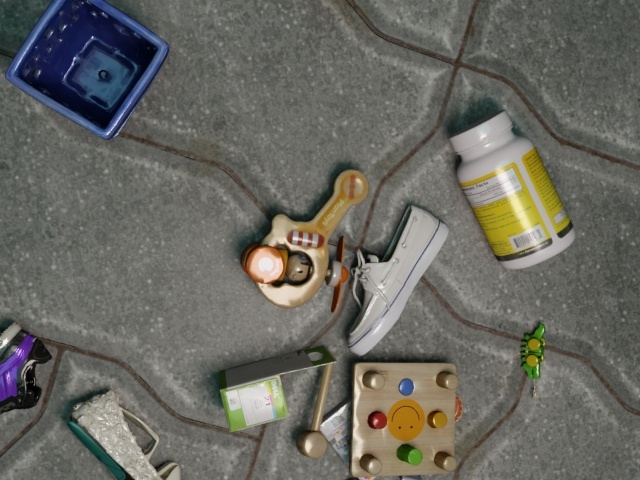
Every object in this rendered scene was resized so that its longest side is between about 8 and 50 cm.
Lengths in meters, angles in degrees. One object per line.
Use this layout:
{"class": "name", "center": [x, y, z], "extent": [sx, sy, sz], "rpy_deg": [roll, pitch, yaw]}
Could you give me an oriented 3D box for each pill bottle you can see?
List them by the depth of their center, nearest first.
{"class": "pill bottle", "center": [0.428, -0.118, 1.674], "extent": [0.188, 0.188, 0.334], "rpy_deg": [-28, 97, -6]}

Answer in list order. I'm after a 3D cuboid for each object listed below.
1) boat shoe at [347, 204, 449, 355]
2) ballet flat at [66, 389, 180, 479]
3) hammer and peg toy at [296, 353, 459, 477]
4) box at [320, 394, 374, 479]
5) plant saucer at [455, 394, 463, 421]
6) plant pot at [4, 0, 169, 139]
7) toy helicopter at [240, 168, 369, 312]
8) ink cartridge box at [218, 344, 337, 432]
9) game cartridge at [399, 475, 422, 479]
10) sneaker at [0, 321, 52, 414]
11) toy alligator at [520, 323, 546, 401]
{"class": "boat shoe", "center": [0.136, 0.074, 1.670], "extent": [0.156, 0.136, 0.367], "rpy_deg": [35, 85, -9]}
{"class": "ballet flat", "center": [-0.390, 0.502, 1.626], "extent": [0.147, 0.147, 0.409], "rpy_deg": [-35, 98, -5]}
{"class": "hammer and peg toy", "center": [0.138, 0.394, 1.651], "extent": [0.361, 0.127, 0.266], "rpy_deg": [4, 85, -17]}
{"class": "box", "center": [0.101, 0.461, 1.735], "extent": [0.145, 0.038, 0.186], "rpy_deg": [-39, 97, -5]}
{"class": "plant saucer", "center": [0.302, 0.405, 1.773], "extent": [0.083, 0.013, 0.083], "rpy_deg": [0, 92, -9]}
{"class": "plant pot", "center": [-0.465, -0.353, 1.518], "extent": [0.236, 0.212, 0.236], "rpy_deg": [33, 87, -9]}
{"class": "toy helicopter", "center": [0.000, 0.000, 1.647], "extent": [0.235, 0.140, 0.355], "rpy_deg": [38, 85, -11]}
{"class": "ink cartridge box", "center": [-0.090, 0.320, 1.622], "extent": [0.255, 0.189, 0.097], "rpy_deg": [-13, 94, -8]}
{"class": "game cartridge", "center": [0.209, 0.552, 1.732], "extent": [0.056, 0.083, 0.017], "rpy_deg": [19, 95, -10]}
{"class": "sneaker", "center": [-0.688, 0.334, 1.580], "extent": [0.146, 0.102, 0.293], "rpy_deg": [35, 88, -9]}
{"class": "toy alligator", "center": [0.510, 0.292, 1.781], "extent": [0.051, 0.056, 0.189], "rpy_deg": [8, 94, 33]}
